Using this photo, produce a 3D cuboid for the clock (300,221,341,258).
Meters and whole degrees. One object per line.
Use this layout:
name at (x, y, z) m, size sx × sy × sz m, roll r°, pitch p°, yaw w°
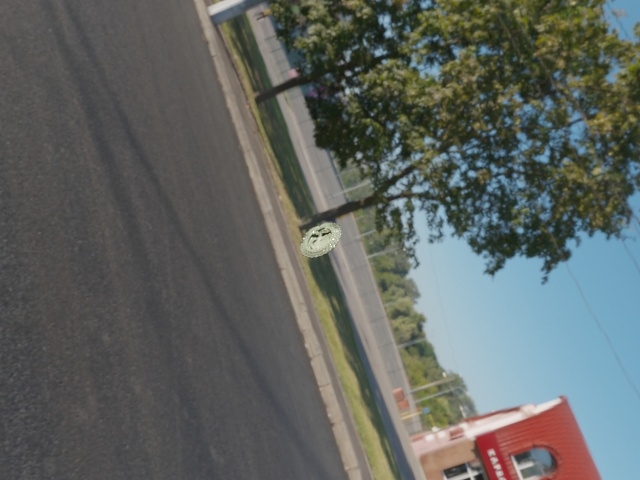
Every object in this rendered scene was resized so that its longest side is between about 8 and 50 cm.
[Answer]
clock at (0.000, 0.000, 0.921) m, size 0.083 × 0.074 × 0.010 m, roll -91°, pitch 156°, yaw -53°
